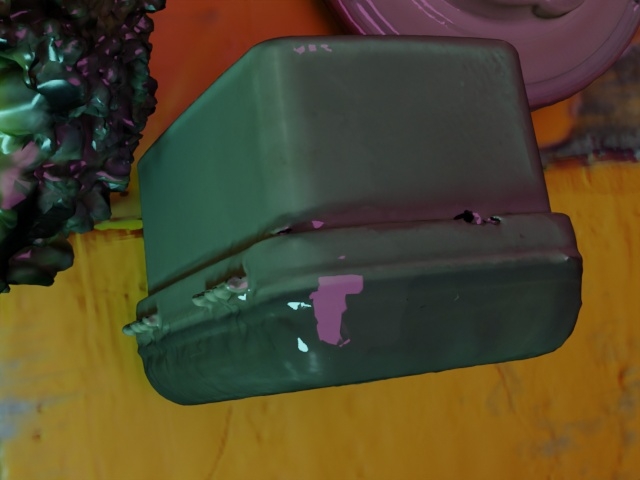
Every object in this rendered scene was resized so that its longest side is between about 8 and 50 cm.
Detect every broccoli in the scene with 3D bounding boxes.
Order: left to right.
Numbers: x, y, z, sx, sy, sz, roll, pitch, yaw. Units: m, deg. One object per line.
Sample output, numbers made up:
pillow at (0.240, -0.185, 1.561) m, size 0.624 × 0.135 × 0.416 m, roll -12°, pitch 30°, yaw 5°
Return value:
broccoli at (-0.210, -0.102, 0.405) m, size 0.304 × 0.145 × 0.165 m, roll 28°, pitch 114°, yaw -11°

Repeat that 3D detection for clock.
clock at (0.096, -0.194, 0.577) m, size 0.244 × 0.056 × 0.244 m, roll 1°, pitch 87°, yaw -25°

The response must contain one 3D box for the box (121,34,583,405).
box at (0.000, 0.000, 0.441) m, size 0.148 × 0.210 × 0.129 m, roll -5°, pitch 82°, yaw -26°
